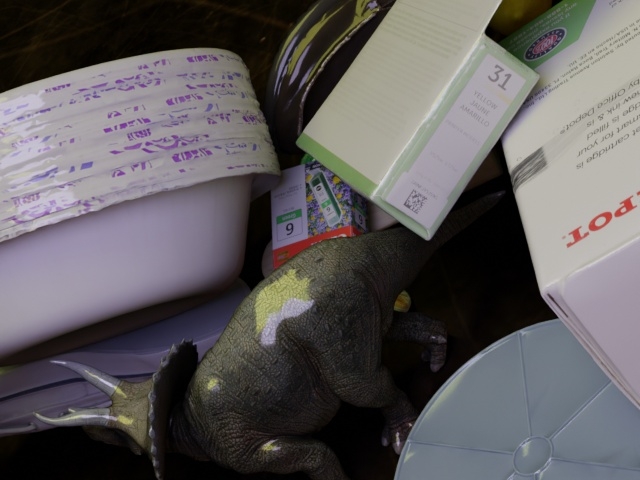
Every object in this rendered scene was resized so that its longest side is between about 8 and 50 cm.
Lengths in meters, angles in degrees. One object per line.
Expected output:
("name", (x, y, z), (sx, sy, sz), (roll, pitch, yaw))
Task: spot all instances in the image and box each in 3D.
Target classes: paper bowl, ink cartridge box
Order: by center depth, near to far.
("ink cartridge box", (0.217, -0.059, 1.076), (0.198, 0.115, 0.273), (-32, 30, 17))
("ink cartridge box", (0.087, -0.128, 1.157), (0.235, 0.056, 0.171), (-55, 21, 2))
("paper bowl", (-0.162, -0.011, 1.219), (0.284, 0.284, 0.148), (-21, 84, 29))
("ink cartridge box", (0.000, 0.000, 1.261), (0.062, 0.029, 0.115), (-17, 56, 23))

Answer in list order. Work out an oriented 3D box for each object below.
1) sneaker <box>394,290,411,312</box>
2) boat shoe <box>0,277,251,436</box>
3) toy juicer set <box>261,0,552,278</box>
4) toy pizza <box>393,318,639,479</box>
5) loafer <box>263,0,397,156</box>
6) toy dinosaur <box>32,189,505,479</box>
("sneaker", (0.027, 0.042, 1.269), (0.083, 0.032, 0.037), (21, 100, 41))
("boat shoe", (-0.163, 0.086, 1.356), (0.258, 0.084, 0.095), (-10, 44, 14))
("toy juicer set", (0.070, -0.128, 1.346), (0.209, 0.089, 0.329), (-5, 71, 23))
("toy pizza", (0.130, 0.133, 1.081), (0.201, 0.032, 0.201), (-25, 41, 23))
("loafer", (0.044, -0.143, 1.265), (0.078, 0.080, 0.220), (35, 88, 27))
("toy dinosaur", (-0.008, 0.074, 1.159), (0.313, 0.160, 0.121), (-38, 38, 11))
